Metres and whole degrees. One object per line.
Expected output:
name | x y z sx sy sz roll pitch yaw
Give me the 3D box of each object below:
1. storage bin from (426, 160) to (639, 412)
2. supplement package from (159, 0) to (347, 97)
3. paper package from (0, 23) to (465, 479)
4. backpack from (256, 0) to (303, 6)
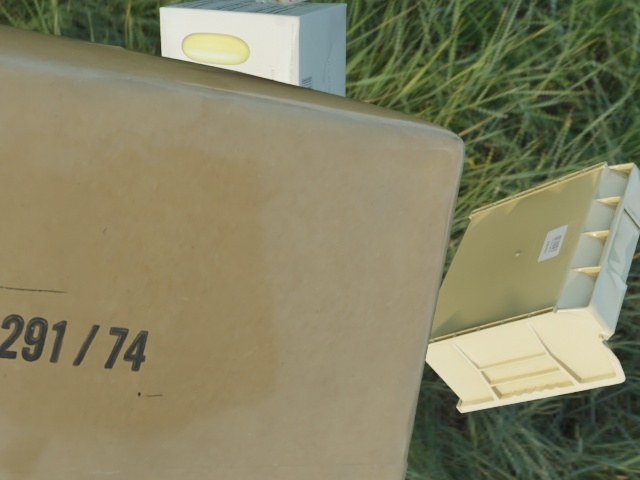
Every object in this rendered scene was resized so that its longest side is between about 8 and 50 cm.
storage bin | 0.276 0.054 1.191 0.123 0.260 0.262 47 49 -20
supplement package | -0.086 -0.215 1.282 0.149 0.203 0.194 -35 130 -58
paper package | -0.128 0.061 0.451 0.325 0.168 0.309 4 101 -33
backpack | -0.033 -0.328 0.980 0.115 0.182 0.152 -3 49 10
